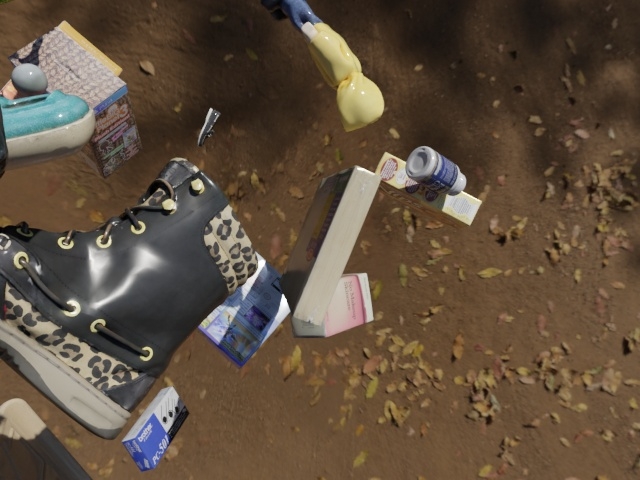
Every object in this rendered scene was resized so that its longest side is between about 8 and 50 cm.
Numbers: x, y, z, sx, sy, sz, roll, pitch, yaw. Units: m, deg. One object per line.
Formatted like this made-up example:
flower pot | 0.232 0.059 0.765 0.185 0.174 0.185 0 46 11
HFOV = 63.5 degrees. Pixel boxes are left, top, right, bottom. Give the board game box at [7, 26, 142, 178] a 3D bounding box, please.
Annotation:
board game box | -0.606 -0.336 1.316 0.232 0.291 0.141 40 67 5

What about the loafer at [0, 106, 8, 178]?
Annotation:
loafer | -0.440 -0.155 0.664 0.062 0.061 0.170 -9 67 -26

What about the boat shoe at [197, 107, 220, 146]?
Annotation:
boat shoe | -0.348 -0.346 1.608 0.038 0.046 0.125 21 99 -13

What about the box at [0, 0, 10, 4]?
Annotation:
box | -0.222 -0.217 0.377 0.178 0.042 0.109 -1 55 24

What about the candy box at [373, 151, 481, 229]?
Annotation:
candy box | 0.308 -0.144 1.571 0.316 0.183 0.088 28 87 2

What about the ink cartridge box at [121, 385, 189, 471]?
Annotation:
ink cartridge box | -0.418 0.478 1.330 0.046 0.207 0.097 -21 105 18

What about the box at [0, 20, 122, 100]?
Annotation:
box | -0.807 -0.456 1.582 0.215 0.168 0.346 39 52 -31

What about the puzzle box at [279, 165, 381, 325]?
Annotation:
puzzle box | 0.000 0.000 1.035 0.052 0.409 0.272 23 90 -9

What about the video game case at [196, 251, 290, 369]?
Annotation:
video game case | -0.221 0.143 1.310 0.269 0.061 0.244 42 62 2

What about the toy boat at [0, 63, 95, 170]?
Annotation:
toy boat | -0.569 -0.242 0.988 0.267 0.318 0.148 -15 120 -9

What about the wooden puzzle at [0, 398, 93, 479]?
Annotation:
wooden puzzle | -0.538 0.518 0.956 0.080 0.348 0.322 -25 119 -7

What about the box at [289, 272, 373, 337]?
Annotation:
box | 0.031 0.181 1.475 0.232 0.126 0.149 -8 89 -51

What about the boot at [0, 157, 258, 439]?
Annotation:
boot | -0.255 0.001 0.579 0.284 0.138 0.378 -45 115 -27

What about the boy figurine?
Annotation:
boy figurine | 0.013 -0.323 0.927 0.092 0.177 0.285 -33 88 12

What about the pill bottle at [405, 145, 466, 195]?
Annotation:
pill bottle | 0.316 -0.179 1.393 0.169 0.094 0.094 21 84 -37
